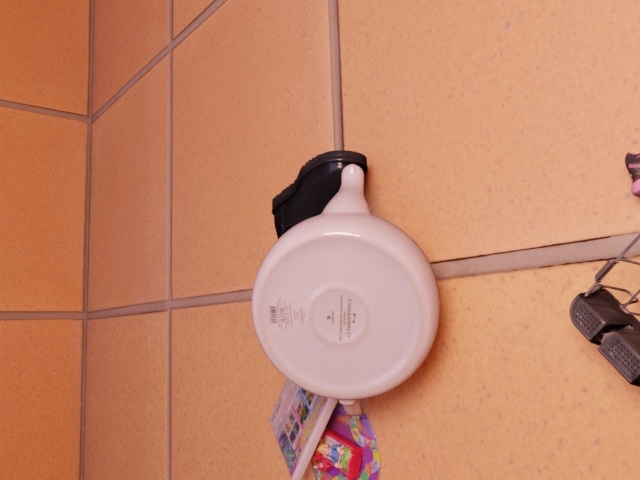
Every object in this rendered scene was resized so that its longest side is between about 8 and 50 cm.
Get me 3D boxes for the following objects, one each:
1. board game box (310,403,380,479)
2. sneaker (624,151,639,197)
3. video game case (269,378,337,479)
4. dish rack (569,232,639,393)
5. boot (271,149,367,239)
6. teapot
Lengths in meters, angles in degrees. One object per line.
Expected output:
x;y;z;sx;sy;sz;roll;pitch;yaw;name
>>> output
0.022;0.327;0.910;0.168;0.033;0.133;-51;49;37;board game box
0.332;-0.089;0.548;0.119;0.047;0.057;-40;45;42;sneaker
-0.031;0.274;0.962;0.157;0.019;0.143;-67;27;15;video game case
0.352;0.039;0.486;0.271;0.074;0.208;-59;46;27;dish rack
0.000;0.000;0.918;0.246;0.094;0.207;-33;58;54;boot
0.040;0.077;0.796;0.252;0.187;0.256;43;105;0;teapot
